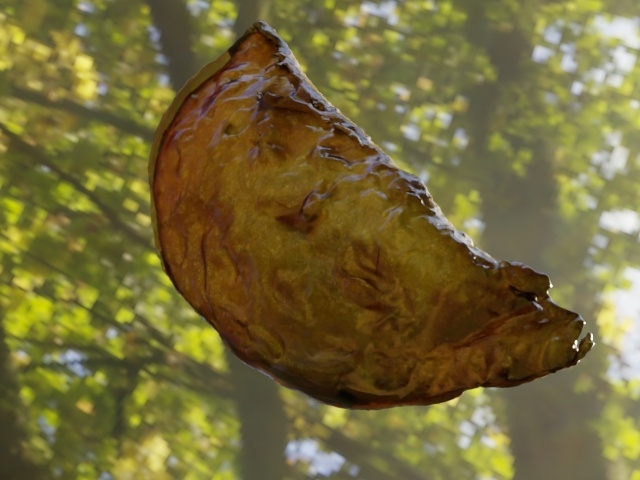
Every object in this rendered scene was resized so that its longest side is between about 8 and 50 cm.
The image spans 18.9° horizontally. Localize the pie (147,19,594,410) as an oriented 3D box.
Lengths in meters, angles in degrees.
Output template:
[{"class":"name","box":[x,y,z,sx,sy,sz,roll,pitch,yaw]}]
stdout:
[{"class":"pie","box":[-0.002,0.000,0.622,0.088,0.191,0.033,-44,-38,-1]}]
